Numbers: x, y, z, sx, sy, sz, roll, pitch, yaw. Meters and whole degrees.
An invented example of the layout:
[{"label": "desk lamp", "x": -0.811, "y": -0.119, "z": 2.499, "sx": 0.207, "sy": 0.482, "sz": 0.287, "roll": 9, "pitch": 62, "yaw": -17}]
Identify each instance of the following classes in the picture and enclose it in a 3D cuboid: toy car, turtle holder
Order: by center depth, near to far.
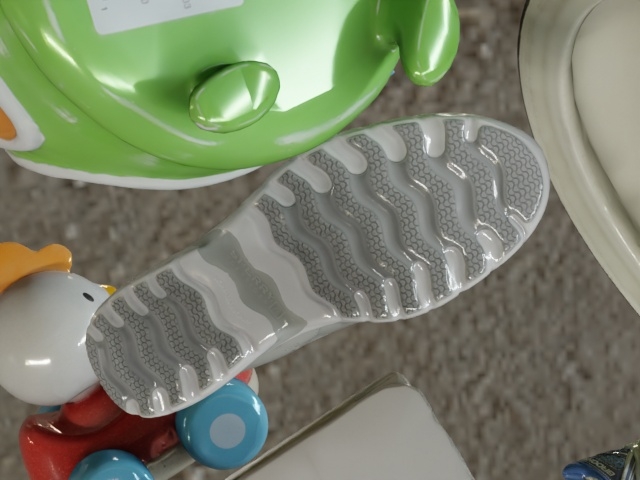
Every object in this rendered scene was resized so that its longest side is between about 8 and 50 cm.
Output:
[{"label": "turtle holder", "x": -0.072, "y": -0.162, "z": 0.987, "sx": 0.227, "sy": 0.243, "sz": 0.320, "roll": -15, "pitch": 32, "yaw": 49}, {"label": "toy car", "x": -0.188, "y": 0.091, "z": 1.626, "sx": 0.210, "sy": 0.238, "sz": 0.219, "roll": -34, "pitch": 20, "yaw": -6}]

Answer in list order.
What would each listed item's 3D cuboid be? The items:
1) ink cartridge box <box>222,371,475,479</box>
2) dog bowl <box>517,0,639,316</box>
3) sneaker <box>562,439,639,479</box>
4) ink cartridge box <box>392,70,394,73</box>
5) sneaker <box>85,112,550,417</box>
[{"label": "ink cartridge box", "x": 0.103, "y": 0.310, "z": 1.343, "sx": 0.166, "sy": 0.395, "sz": 0.285, "roll": -33, "pitch": 55, "yaw": -1}, {"label": "dog bowl", "x": 0.311, "y": -0.045, "z": 1.158, "sx": 0.150, "sy": 0.408, "sz": 0.408, "roll": -38, "pitch": 49, "yaw": -20}, {"label": "sneaker", "x": 0.133, "y": 0.147, "z": 0.844, "sx": 0.058, "sy": 0.052, "sz": 0.135, "roll": -5, "pitch": 43, "yaw": 0}, {"label": "ink cartridge box", "x": -0.040, "y": -0.128, "z": 1.550, "sx": 0.181, "sy": 0.104, "sz": 0.062, "roll": -30, "pitch": 69, "yaw": 2}, {"label": "sneaker", "x": 0.000, "y": 0.000, "z": 1.087, "sx": 0.281, "sy": 0.105, "sz": 0.115, "roll": -24, "pitch": 5, "yaw": 23}]
